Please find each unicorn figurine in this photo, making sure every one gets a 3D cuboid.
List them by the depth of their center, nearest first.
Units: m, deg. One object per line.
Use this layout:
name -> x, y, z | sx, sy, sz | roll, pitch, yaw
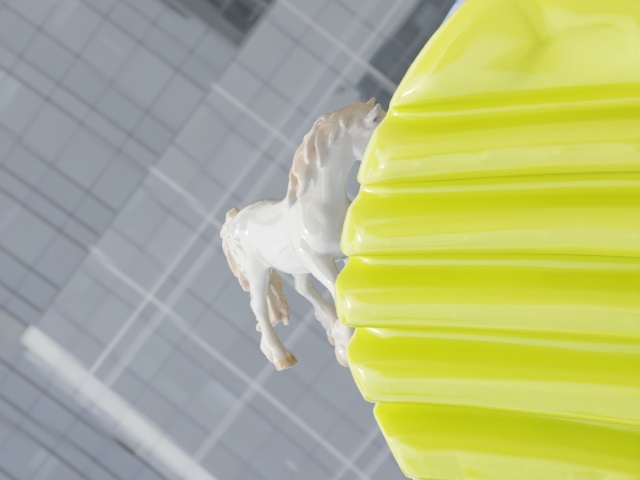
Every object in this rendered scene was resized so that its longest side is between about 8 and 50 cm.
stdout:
unicorn figurine -> 0.000, 0.000, 0.702 | 0.060, 0.162, 0.111 | -23, -84, -47

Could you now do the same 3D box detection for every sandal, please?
sandal -> 0.087, 0.042, 0.477 | 0.126, 0.317, 0.138 | 14, -142, 22
